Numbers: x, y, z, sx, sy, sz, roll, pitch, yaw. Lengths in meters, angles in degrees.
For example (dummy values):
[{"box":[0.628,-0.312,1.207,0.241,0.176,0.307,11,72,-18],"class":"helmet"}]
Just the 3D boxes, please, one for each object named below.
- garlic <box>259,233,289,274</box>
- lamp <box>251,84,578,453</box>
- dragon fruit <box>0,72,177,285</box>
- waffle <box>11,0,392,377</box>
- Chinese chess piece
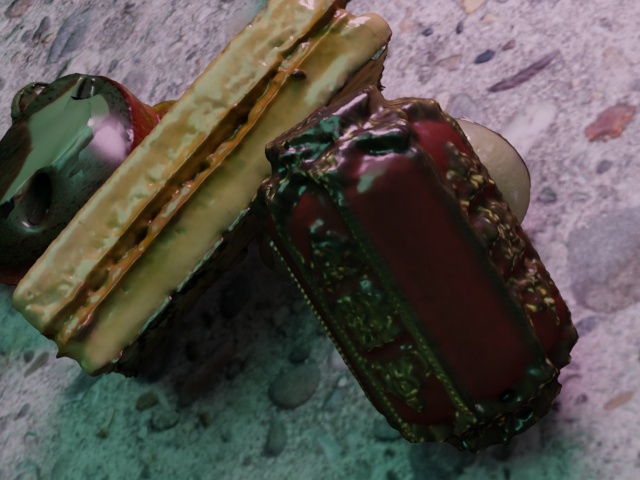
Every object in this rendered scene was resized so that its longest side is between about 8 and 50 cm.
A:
[{"box":[0.000,-0.005,1.050,0.113,0.074,0.094,-6,35,2],"class":"garlic"},{"box":[0.069,0.020,0.853,0.177,0.274,0.177,-33,9,6],"class":"lamp"},{"box":[-0.263,-0.063,1.235,0.295,0.130,0.268,-45,40,-3],"class":"dragon fruit"},{"box":[-0.092,-0.047,1.017,0.114,0.261,0.376,41,85,1],"class":"waffle"},{"box":[0.115,-0.044,0.972,0.122,0.122,0.051,5,45,35],"class":"Chinese chess piece"}]
